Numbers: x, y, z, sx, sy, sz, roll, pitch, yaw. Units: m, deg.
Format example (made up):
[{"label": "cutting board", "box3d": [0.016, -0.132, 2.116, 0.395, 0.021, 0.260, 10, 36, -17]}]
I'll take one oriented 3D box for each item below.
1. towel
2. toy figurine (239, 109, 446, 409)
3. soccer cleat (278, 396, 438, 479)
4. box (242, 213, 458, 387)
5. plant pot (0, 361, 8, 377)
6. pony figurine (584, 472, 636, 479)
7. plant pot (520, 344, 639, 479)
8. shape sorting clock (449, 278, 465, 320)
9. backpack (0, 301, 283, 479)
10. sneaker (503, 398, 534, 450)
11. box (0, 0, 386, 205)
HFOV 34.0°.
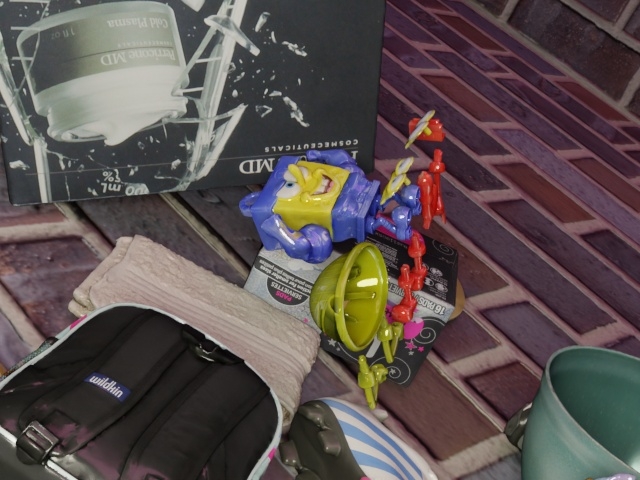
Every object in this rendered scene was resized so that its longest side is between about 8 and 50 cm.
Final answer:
[{"label": "towel", "box3d": [-0.136, 0.096, 1.217, 0.282, 0.049, 0.187, 27, 27, -2]}, {"label": "toy figurine", "box3d": [0.000, 0.000, 1.203, 0.217, 0.191, 0.363, 7, 45, 20]}, {"label": "soccer cleat", "box3d": [0.082, 0.274, 1.026, 0.143, 0.116, 0.331, 8, 32, -34]}, {"label": "box", "box3d": [0.037, 0.053, 1.355, 0.247, 0.142, 0.163, 24, 27, -3]}, {"label": "plant pot", "box3d": [-0.375, 0.135, 0.934, 0.236, 0.032, 0.236, 22, 27, -12]}, {"label": "pony figurine", "box3d": [0.340, 0.369, 0.882, 0.363, 0.351, 0.303, 36, -3, 16]}, {"label": "plant pot", "box3d": [0.344, 0.280, 1.165, 0.293, 0.196, 0.293, 19, 23, -9]}, {"label": "shape sorting clock", "box3d": [0.125, 0.047, 1.563, 0.206, 0.040, 0.206, 26, 26, -14]}, {"label": "backpack", "box3d": [-0.159, 0.178, 0.883, 0.225, 0.191, 0.253, 32, 33, 3]}, {"label": "sneaker", "box3d": [0.358, 0.270, 1.325, 0.271, 0.100, 0.108, 20, 32, -16]}, {"label": "box", "box3d": [-0.177, -0.332, 1.310, 0.479, 0.472, 0.297, -6, 37, -12]}]
